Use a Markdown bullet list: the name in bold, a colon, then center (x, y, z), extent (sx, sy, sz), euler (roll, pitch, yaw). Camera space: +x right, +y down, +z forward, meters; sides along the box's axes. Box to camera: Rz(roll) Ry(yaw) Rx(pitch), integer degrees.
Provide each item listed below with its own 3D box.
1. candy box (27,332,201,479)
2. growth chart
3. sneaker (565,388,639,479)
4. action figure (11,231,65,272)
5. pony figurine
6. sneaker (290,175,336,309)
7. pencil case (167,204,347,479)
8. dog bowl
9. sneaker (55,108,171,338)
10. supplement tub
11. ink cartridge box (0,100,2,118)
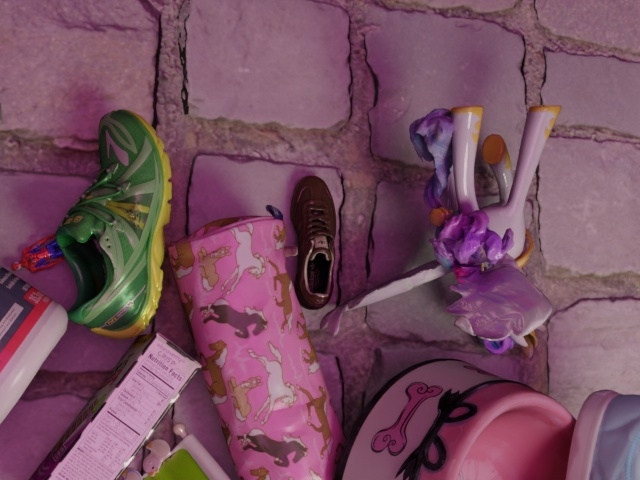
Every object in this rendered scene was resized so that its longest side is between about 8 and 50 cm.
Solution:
- **candy box**: center (-0.251, 0.223, 1.093), extent (0.071, 0.159, 0.233), euler (40, 72, -10)
- **growth chart**: center (-0.203, 0.359, 1.125), extent (0.172, 0.021, 0.237), euler (36, 79, 21)
- **sneaker**: center (0.376, 0.363, 1.104), extent (0.135, 0.150, 0.366), euler (19, 73, -38)
- **action figure**: center (-0.338, 0.011, 1.163), extent (0.115, 0.030, 0.038), euler (-26, 96, -18)
- **pony figurine**: center (0.202, 0.005, 1.219), extent (0.351, 0.302, 0.364), euler (-8, 100, -44)
- **sneaker**: center (0.000, 0.000, 1.252), extent (0.066, 0.071, 0.189), euler (0, 83, -18)
- **pencil case**: center (-0.067, 0.158, 1.163), extent (0.167, 0.160, 0.386), euler (-16, 87, -12)
- **dog bowl**: center (0.206, 0.356, 1.153), extent (0.408, 0.150, 0.408), euler (4, 83, -41)
- **sneaker**: center (-0.258, -0.029, 1.129), extent (0.123, 0.109, 0.296), euler (10, 71, -40)
- **supplement tub**: center (-0.445, 0.087, 1.030), extent (0.272, 0.191, 0.191), euler (36, 73, -11)
- **ink cartridge box**: center (-0.513, -0.165, 1.098), extent (0.203, 0.086, 0.148), euler (36, 74, -11)
